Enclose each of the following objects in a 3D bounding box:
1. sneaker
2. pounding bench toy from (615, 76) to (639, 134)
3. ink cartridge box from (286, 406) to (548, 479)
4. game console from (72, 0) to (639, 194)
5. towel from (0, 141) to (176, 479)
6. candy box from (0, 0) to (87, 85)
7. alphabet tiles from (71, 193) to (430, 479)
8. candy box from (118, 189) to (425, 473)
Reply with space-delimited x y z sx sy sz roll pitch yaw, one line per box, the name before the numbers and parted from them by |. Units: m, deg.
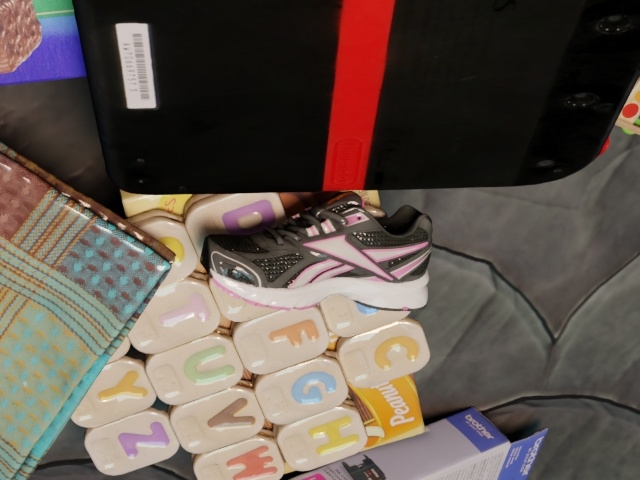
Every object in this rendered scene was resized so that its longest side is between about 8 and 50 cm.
sneaker | 0.000 0.000 1.085 0.178 0.072 0.077 1 112 -31
pounding bench toy | 0.255 -0.115 1.218 0.083 0.052 0.065 19 118 -29
ink cartridge box | 0.055 0.258 1.382 0.311 0.065 0.186 -14 133 -37
game console | 0.032 -0.126 0.915 0.342 0.060 0.386 -1 158 -3
towel | -0.305 0.075 1.122 0.271 0.040 0.370 32 118 -11
candy box | -0.160 -0.232 0.929 0.317 0.122 0.268 -7 131 -5
alphabet tiles | -0.063 0.082 1.174 0.278 0.021 0.284 -19 128 0
candy box | -0.035 0.044 1.222 0.183 0.087 0.316 -16 129 -4
